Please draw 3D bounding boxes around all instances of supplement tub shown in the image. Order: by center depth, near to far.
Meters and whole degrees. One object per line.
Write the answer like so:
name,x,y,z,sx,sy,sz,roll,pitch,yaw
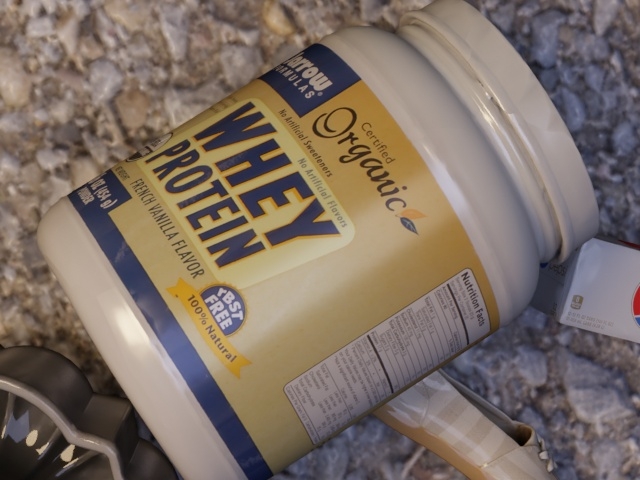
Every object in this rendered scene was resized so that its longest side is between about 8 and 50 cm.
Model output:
supplement tub,0.000,0.000,1.061,0.316,0.228,0.228,-33,106,-7

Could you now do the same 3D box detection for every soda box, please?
soda box,0.271,0.047,1.216,0.216,0.074,0.069,14,96,-16

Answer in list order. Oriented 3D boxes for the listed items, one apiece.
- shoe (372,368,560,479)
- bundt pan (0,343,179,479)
shoe,0.129,0.151,1.198,0.219,0.076,0.058,34,95,-15
bundt pan,-0.228,0.199,1.053,0.331,0.124,0.330,4,112,10
